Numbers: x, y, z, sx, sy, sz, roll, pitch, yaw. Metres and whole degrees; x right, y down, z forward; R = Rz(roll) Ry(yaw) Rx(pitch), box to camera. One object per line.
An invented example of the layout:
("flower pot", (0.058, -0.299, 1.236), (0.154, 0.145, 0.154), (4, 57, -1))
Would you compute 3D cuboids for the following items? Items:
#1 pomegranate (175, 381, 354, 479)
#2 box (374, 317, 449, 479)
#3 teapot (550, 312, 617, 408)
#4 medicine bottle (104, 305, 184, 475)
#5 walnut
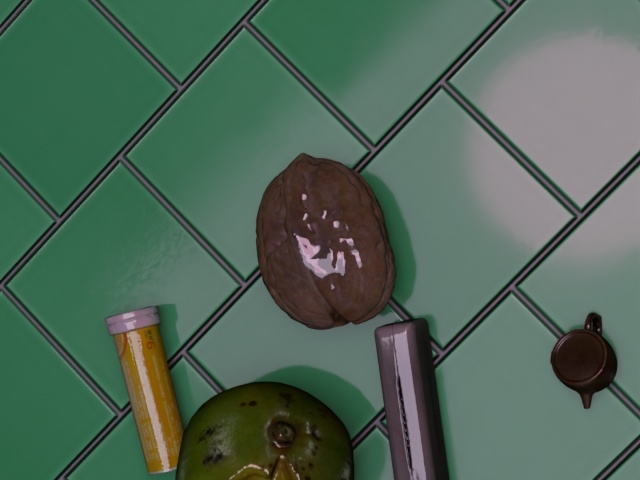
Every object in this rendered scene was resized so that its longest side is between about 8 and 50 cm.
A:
("pomegranate", (-0.076, 0.323, 1.755), (0.236, 0.236, 0.302), (22, 128, 12))
("box", (0.118, 0.223, 1.748), (0.055, 0.103, 0.244), (-9, 89, 17))
("teapot", (0.334, 0.148, 1.722), (0.076, 0.068, 0.121), (-1, 67, 33))
("medicine bottle", (-0.226, 0.199, 1.842), (0.074, 0.074, 0.218), (-15, 88, 12))
("walnut", (0.001, 0.000, 1.748), (0.178, 0.178, 0.230), (-15, 81, 12))
